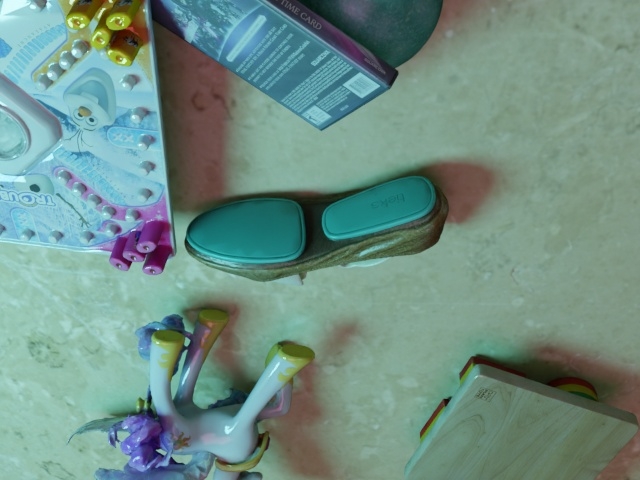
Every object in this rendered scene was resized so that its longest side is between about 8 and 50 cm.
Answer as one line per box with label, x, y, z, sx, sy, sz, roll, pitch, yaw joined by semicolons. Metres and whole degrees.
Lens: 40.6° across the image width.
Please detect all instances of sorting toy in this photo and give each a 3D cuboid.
sorting toy;0.293;0.290;1.307;0.255;0.089;0.257;19;126;-8

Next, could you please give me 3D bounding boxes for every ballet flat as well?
ballet flat;0.000;0.000;1.125;0.342;0.116;0.124;-12;144;10

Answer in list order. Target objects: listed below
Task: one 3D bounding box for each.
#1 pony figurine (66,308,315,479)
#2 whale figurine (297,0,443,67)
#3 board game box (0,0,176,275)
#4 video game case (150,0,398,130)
pony figurine;-0.198;0.286;1.274;0.351;0.303;0.363;8;112;-11
whale figurine;-0.008;-0.236;0.901;0.272;0.141;0.216;-8;151;24
board game box;-0.373;-0.123;0.987;0.390;0.050;0.390;7;134;3
video game case;-0.074;-0.211;0.865;0.274;0.026;0.196;33;166;-14
